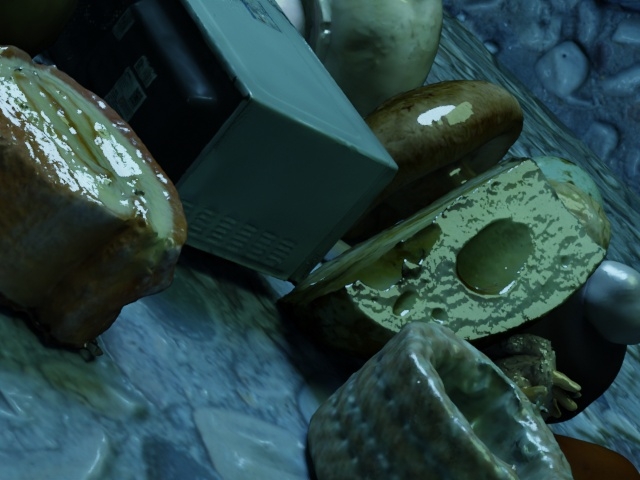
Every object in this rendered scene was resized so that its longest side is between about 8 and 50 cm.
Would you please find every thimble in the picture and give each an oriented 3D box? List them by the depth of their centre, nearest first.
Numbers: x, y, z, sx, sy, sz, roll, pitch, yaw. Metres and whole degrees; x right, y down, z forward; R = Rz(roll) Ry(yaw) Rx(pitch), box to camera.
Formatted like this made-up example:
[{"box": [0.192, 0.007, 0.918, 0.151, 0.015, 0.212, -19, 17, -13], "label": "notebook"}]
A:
[{"box": [0.102, 0.182, 1.231, 0.196, 0.148, 0.229, 36, 17, -17], "label": "thimble"}]

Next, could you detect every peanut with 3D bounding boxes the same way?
[{"box": [0.232, -0.040, 1.956, 0.298, 0.120, 0.136, 16, -18, 15], "label": "peanut"}]

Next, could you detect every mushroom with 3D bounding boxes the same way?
[{"box": [0.102, -0.086, 1.693, 0.146, 0.278, 0.278, 58, 20, 8], "label": "mushroom"}, {"box": [-0.031, -0.264, 1.795, 0.315, 0.356, 0.315, -12, 90, -84], "label": "mushroom"}]

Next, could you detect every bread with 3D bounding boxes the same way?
[{"box": [-0.208, -0.037, 1.124, 0.244, 0.123, 0.190, 48, 17, 13], "label": "bread"}]

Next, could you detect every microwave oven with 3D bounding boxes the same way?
[{"box": [-0.107, -0.125, 1.438, 0.237, 0.181, 0.295, 21, 27, -45], "label": "microwave oven"}]

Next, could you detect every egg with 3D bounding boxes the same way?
[{"box": [0.314, -0.021, 2.104, 0.169, 0.169, 0.231, 37, 35, -17], "label": "egg"}]

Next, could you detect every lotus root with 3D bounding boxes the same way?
[{"box": [0.125, 0.036, 1.455, 0.142, 0.314, 0.210, 62, -17, -5], "label": "lotus root"}]

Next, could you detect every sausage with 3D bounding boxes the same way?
[{"box": [0.224, 0.230, 1.476, 0.300, 0.083, 0.089, 19, 33, -48], "label": "sausage"}]

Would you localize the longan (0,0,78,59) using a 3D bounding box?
[{"box": [-0.317, -0.263, 1.190, 0.297, 0.297, 0.297, 37, 19, -15], "label": "longan"}]

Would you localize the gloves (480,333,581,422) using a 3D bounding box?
[{"box": [0.173, 0.141, 1.467, 0.110, 0.144, 0.094, 102, -20, -65], "label": "gloves"}]

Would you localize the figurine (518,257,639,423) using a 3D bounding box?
[{"box": [0.227, 0.065, 1.686, 0.206, 0.218, 0.365, 8, 21, -5], "label": "figurine"}]

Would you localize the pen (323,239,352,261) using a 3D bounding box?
[{"box": [0.000, 0.001, 1.615, 0.269, 0.033, 0.033, 34, 20, -26], "label": "pen"}]
